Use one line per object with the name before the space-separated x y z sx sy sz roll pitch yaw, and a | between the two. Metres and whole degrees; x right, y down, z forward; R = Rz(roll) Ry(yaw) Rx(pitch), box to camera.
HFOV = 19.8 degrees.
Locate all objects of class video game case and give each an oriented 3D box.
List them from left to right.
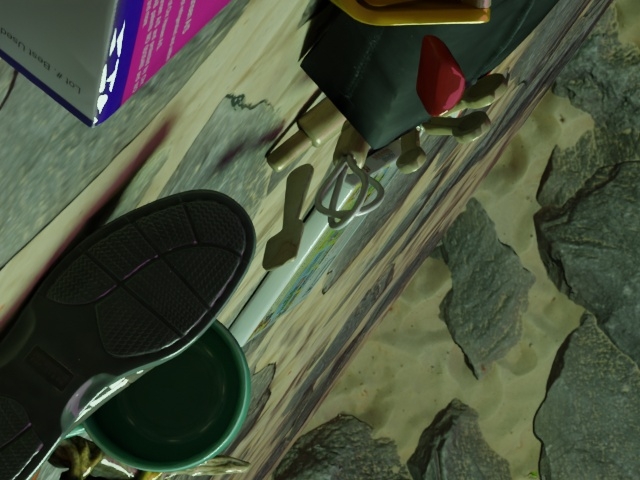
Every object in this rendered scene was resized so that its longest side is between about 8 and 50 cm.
video game case | 0.000 0.000 1.983 0.227 0.026 0.206 -54 172 23

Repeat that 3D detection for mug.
mug | -0.131 0.110 1.405 0.097 0.157 0.129 71 33 -84

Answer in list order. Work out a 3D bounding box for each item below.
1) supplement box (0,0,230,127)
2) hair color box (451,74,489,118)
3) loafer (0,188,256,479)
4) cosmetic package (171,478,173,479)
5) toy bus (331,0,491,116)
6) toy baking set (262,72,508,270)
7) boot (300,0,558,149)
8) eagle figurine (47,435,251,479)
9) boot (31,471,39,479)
supplement box | -0.043 -0.164 0.635 0.220 0.111 0.114 -48 171 -31
hair color box | 0.132 -0.183 1.732 0.043 0.072 0.141 -48 171 -30
loafer | -0.156 0.066 1.184 0.267 0.096 0.084 -43 -175 -8
cosmetic package | -0.212 0.490 1.862 0.329 0.327 0.394 -46 170 -35
toy bus | 0.024 -0.179 0.986 0.104 0.191 0.202 -3 153 -15
toy baking set | 0.035 -0.081 1.430 0.256 0.030 0.197 -37 -155 -5
boot | 0.193 -0.244 1.222 0.367 0.146 0.445 -25 167 -18
eagle figurine | -0.173 0.294 1.416 0.225 0.226 0.298 73 14 -63
boot | -0.239 0.191 1.341 0.158 0.059 0.084 -59 175 37
